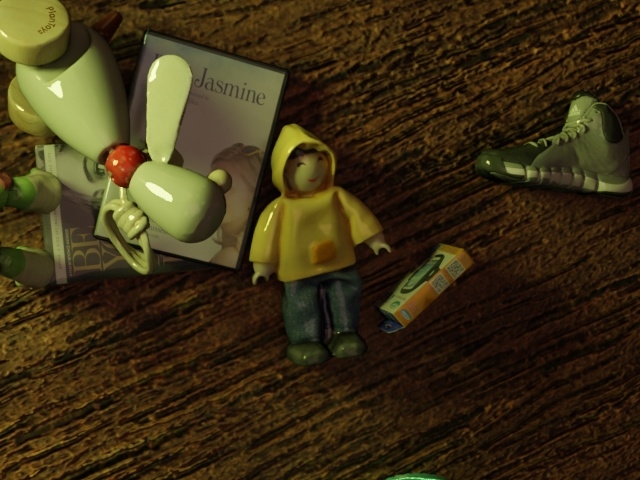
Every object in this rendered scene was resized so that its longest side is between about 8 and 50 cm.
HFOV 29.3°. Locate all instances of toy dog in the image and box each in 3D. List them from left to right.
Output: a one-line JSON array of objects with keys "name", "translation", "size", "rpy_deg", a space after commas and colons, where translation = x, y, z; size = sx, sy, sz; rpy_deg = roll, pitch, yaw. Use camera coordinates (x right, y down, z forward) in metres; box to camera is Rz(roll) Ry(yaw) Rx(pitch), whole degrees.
[{"name": "toy dog", "translation": [-0.209, -0.144, 1.333], "size": [0.161, 0.220, 0.334], "rpy_deg": [-40, 91, -27]}]

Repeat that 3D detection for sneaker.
[{"name": "sneaker", "translation": [0.300, -0.130, 1.561], "size": [0.228, 0.086, 0.132], "rpy_deg": [7, 88, -26]}]

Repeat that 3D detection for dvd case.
[{"name": "dvd case", "translation": [-0.219, -0.039, 1.452], "size": [0.221, 0.018, 0.165], "rpy_deg": [-6, 96, -15]}, {"name": "dvd case", "translation": [-0.150, -0.104, 1.446], "size": [0.180, 0.022, 0.253], "rpy_deg": [14, 89, -16]}]

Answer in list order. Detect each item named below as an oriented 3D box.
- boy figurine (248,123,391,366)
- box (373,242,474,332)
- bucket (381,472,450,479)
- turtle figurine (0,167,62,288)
[{"name": "boy figurine", "translation": [0.000, 0.000, 1.480], "size": [0.177, 0.092, 0.285], "rpy_deg": [-7, 100, -12]}, {"name": "box", "translation": [0.122, 0.059, 1.522], "size": [0.136, 0.081, 0.028], "rpy_deg": [-40, 104, -9]}, {"name": "bucket", "translation": [0.137, 0.425, 1.508], "size": [0.281, 0.183, 0.281], "rpy_deg": [-1, 95, -16]}, {"name": "turtle figurine", "translation": [-0.430, -0.023, 1.316], "size": [0.274, 0.266, 0.198], "rpy_deg": [-34, 66, 28]}]
